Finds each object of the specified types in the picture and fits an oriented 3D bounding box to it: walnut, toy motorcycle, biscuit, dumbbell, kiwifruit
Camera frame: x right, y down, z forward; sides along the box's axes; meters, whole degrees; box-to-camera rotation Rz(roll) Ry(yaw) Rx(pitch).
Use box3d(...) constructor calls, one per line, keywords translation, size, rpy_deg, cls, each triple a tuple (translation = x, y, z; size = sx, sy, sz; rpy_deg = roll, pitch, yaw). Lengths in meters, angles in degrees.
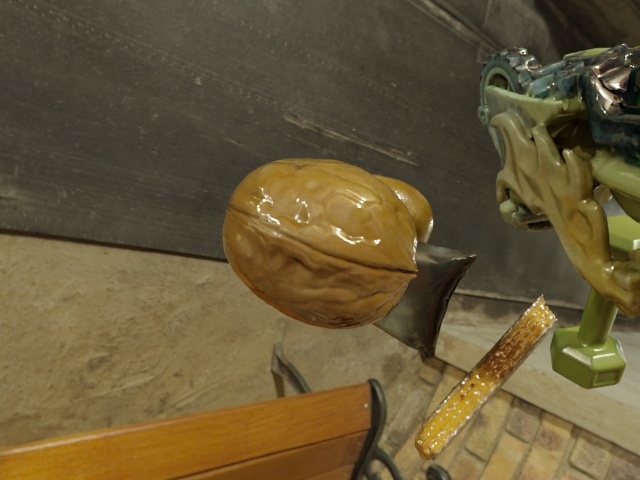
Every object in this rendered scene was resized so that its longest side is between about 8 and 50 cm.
box3d(translation=(0.000, 0.000, 0.445), size=(0.167, 0.207, 0.167), rpy_deg=(-53, 155, -38), cls="walnut")
box3d(translation=(0.270, -0.084, 0.436), size=(0.169, 0.410, 0.236), rpy_deg=(-22, 109, 6), cls="toy motorcycle")
box3d(translation=(0.314, 0.256, 0.809), size=(0.379, 0.054, 0.094), rpy_deg=(-39, 148, -17), cls="biscuit")
box3d(translation=(0.469, 0.109, 0.720), size=(0.122, 0.108, 0.301), rpy_deg=(-7, 119, -6), cls="dumbbell")
box3d(translation=(0.144, -0.049, 0.992), size=(0.234, 0.196, 0.195), rpy_deg=(20, 88, -9), cls="kiwifruit")

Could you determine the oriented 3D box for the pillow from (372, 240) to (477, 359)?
box3d(translation=(0.108, 0.064, 0.724), size=(0.106, 0.250, 0.185), rpy_deg=(25, 86, -64), cls="pillow")
